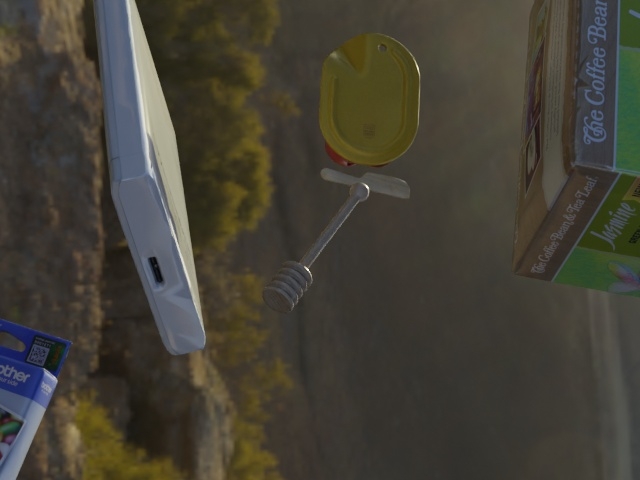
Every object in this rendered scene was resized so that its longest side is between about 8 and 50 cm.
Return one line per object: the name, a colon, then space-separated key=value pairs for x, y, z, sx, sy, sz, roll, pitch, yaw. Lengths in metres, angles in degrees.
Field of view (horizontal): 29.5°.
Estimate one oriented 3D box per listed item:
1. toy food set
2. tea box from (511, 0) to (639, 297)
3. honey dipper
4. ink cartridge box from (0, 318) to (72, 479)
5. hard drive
toy food set: x=0.058 y=-0.154 z=1.568 sx=0.071 sy=0.128 sz=0.218 roll=113 pitch=-17 yaw=-74
tea box: x=0.368 y=-0.128 z=1.159 sx=0.220 sy=0.323 sz=0.329 roll=101 pitch=-3 yaw=-62
honey dipper: x=0.000 y=0.000 z=1.065 sx=0.161 sy=0.030 sz=0.030 roll=-55 pitch=140 yaw=-38
ink cartridge box: x=-0.447 y=0.232 z=1.475 sx=0.065 sy=0.185 sz=0.311 roll=74 pitch=35 yaw=-65
hard drive: x=-0.182 y=-0.084 z=1.279 sx=0.353 sy=0.047 sz=0.233 roll=-105 pitch=-178 yaw=-48
